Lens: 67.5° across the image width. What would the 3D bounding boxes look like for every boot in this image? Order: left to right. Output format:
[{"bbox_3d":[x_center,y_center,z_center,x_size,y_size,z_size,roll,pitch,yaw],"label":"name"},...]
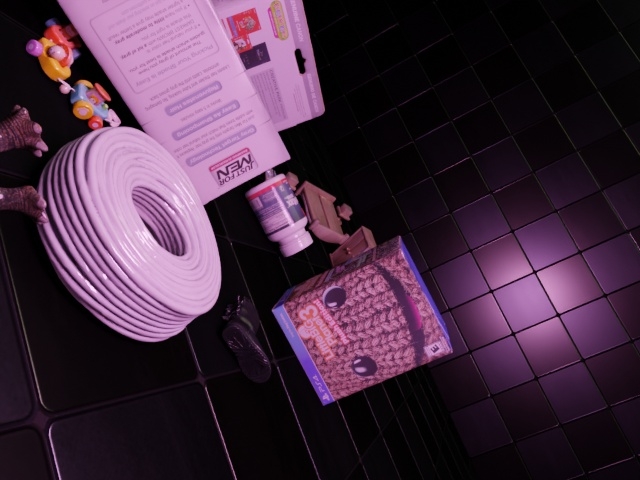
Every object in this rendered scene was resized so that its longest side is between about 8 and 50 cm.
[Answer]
[{"bbox_3d":[-0.114,0.156,0.774,0.121,0.045,0.099,59,9,-17],"label":"boot"}]

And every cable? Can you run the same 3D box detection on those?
[{"bbox_3d":[-0.215,-0.011,0.585,0.257,0.089,0.257,59,13,-20],"label":"cable"}]

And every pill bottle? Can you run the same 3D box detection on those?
[{"bbox_3d":[-0.094,-0.058,1.149,0.180,0.107,0.108,62,12,-7],"label":"pill bottle"}]

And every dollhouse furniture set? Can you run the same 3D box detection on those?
[{"bbox_3d":[0.000,0.000,1.525,0.355,0.174,0.303,26,32,-34],"label":"dollhouse furniture set"}]

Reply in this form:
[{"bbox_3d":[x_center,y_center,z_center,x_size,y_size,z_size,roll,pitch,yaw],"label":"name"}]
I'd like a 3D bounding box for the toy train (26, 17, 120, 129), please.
[{"bbox_3d":[-0.333,-0.239,0.670,0.166,0.046,0.125,60,13,-16],"label":"toy train"}]

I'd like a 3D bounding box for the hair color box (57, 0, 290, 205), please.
[{"bbox_3d":[-0.216,-0.260,0.762,0.375,0.185,0.114,62,-1,-32],"label":"hair color box"}]

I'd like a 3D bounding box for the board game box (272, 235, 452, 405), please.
[{"bbox_3d":[0.088,0.164,1.005,0.232,0.290,0.141,62,13,-5],"label":"board game box"}]

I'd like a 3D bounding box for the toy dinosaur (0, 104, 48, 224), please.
[{"bbox_3d":[-0.283,-0.047,0.293,0.314,0.121,0.160,50,46,-1],"label":"toy dinosaur"}]

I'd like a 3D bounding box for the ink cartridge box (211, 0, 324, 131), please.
[{"bbox_3d":[-0.155,-0.358,0.963,0.310,0.271,0.130,74,-4,-57],"label":"ink cartridge box"}]

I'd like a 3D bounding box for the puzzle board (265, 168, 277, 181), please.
[{"bbox_3d":[-0.137,-0.177,1.443,0.096,0.011,0.128,55,14,-35],"label":"puzzle board"}]

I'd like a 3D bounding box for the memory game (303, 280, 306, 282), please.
[{"bbox_3d":[-0.003,0.188,1.236,0.186,0.012,0.186,59,13,-22],"label":"memory game"}]
